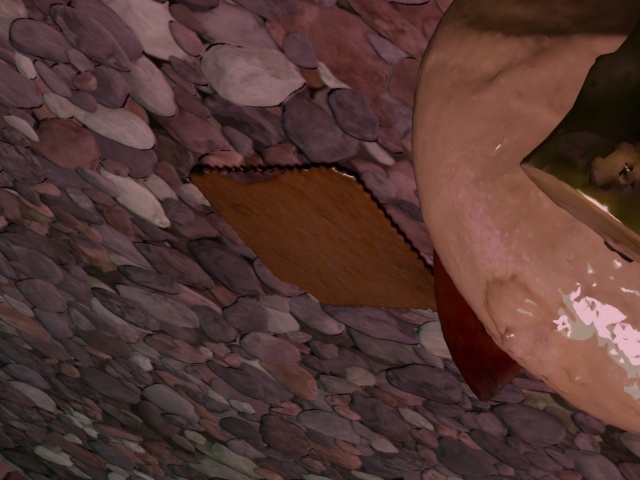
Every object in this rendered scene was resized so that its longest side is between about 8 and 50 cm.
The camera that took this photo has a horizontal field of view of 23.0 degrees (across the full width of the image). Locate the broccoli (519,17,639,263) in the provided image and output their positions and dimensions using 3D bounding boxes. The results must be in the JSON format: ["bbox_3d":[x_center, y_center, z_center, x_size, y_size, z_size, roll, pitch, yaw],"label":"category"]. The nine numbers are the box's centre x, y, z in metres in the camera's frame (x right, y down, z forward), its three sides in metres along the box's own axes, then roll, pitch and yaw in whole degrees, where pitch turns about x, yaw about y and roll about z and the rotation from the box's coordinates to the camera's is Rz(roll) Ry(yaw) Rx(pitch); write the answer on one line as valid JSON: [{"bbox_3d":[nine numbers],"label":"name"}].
[{"bbox_3d":[0.218,-0.163,0.780,0.221,0.361,0.252,16,137,59],"label":"broccoli"}]

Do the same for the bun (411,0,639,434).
[{"bbox_3d":[0.239,-0.069,0.946,0.364,0.364,0.202,25,151,6],"label":"bun"}]

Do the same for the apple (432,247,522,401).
[{"bbox_3d":[0.181,-0.009,1.220,0.179,0.254,0.346,-1,163,-10],"label":"apple"}]

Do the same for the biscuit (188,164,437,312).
[{"bbox_3d":[0.000,0.000,1.631,0.232,0.013,0.237,1,142,42],"label":"biscuit"}]
